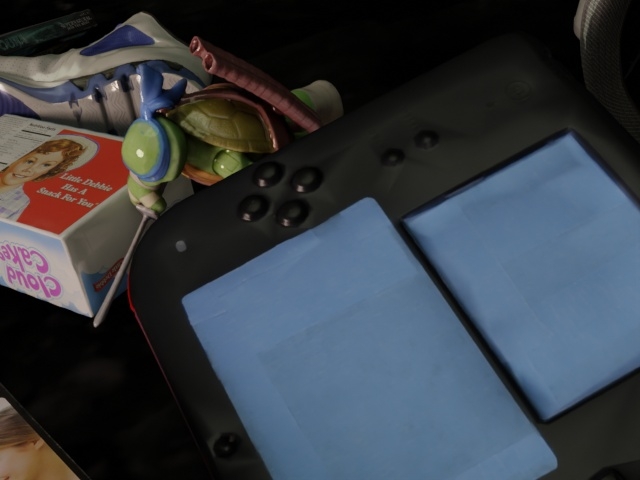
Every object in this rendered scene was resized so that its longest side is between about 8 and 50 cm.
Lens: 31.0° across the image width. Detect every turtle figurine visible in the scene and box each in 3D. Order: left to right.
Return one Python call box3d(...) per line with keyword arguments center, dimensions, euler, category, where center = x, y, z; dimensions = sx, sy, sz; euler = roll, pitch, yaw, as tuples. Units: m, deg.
box3d(center=(-0.057, -0.030, 0.965), dimensions=(0.197, 0.275, 0.266), euler=(-13, 6, 46), category="turtle figurine")

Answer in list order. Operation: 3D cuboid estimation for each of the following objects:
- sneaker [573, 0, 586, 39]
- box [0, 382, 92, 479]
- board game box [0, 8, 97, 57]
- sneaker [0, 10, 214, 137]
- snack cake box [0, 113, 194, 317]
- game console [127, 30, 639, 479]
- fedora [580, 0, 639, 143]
box3d(center=(0.309, -0.284, 1.227), dimensions=(0.080, 0.094, 0.212), euler=(-2, 35, 18), category="sneaker")
box3d(center=(-0.127, 0.205, 0.613), dimensions=(0.087, 0.169, 0.290), euler=(-34, 38, -22), category="box")
box3d(center=(-0.365, -0.221, 1.386), dimensions=(0.126, 0.026, 0.186), euler=(-30, 5, 33), category="board game box")
box3d(center=(-0.252, -0.164, 1.275), dimensions=(0.315, 0.128, 0.182), euler=(-1, 31, 10), category="sneaker")
box3d(center=(-0.261, -0.033, 1.097), dimensions=(0.264, 0.089, 0.152), euler=(14, 41, 38), category="snack cake box")
box3d(center=(0.083, 0.057, 0.704), dimensions=(0.342, 0.060, 0.387), euler=(-31, 53, -2), category="game console")
box3d(center=(0.311, -0.150, 0.958), dimensions=(0.275, 0.243, 0.124), euler=(-54, 9, -11), category="fedora")
